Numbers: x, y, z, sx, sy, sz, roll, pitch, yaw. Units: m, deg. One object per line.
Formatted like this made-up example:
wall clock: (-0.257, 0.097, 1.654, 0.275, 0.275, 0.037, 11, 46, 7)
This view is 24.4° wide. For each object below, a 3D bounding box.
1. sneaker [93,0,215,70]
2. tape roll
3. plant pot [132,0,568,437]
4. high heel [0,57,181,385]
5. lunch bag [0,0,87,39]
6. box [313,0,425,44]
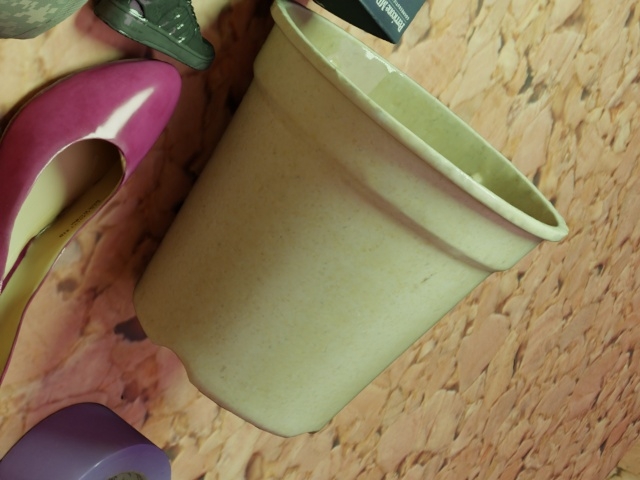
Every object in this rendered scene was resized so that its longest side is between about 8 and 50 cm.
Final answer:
sneaker: (-0.122, -0.199, 1.196, 0.089, 0.051, 0.170, -57, 149, 10)
tape roll: (-0.240, 0.258, 1.445, 0.189, 0.080, 0.189, -39, 147, -31)
plant pot: (0.000, 0.000, 1.355, 0.305, 0.334, 0.334, -51, 153, 12)
high heel: (-0.204, 0.009, 1.141, 0.377, 0.181, 0.127, -46, 150, -20)
lunch bag: (-0.219, -0.238, 0.876, 0.287, 0.169, 0.235, -42, 158, 29)
box: (0.058, -0.305, 1.312, 0.207, 0.108, 0.153, -57, 152, -1)
